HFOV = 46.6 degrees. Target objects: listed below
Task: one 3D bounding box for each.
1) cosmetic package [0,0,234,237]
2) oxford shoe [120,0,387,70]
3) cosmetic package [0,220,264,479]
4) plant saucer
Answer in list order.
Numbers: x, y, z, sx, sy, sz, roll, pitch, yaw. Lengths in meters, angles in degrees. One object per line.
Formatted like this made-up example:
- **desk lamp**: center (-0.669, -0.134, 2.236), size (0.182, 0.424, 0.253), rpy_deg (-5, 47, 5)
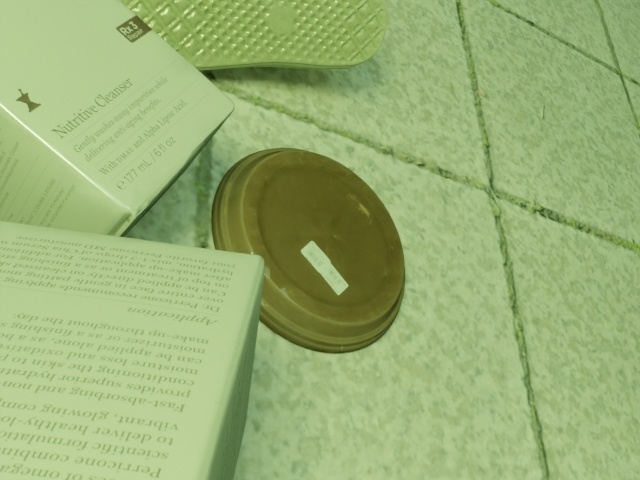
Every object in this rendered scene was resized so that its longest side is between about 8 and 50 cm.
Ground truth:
- **cosmetic package**: center (-0.300, -0.165, 0.692), size (0.385, 0.156, 0.217), rpy_deg (41, 40, -11)
- **oxford shoe**: center (-0.129, -0.301, 0.944), size (0.449, 0.169, 0.130), rpy_deg (0, 22, -29)
- **cosmetic package**: center (-0.171, 0.151, 0.410), size (0.230, 0.161, 0.453), rpy_deg (8, 22, 0)
- **plant saucer**: center (0.000, 0.000, 0.905), size (0.278, 0.041, 0.278), rpy_deg (19, 54, -28)
